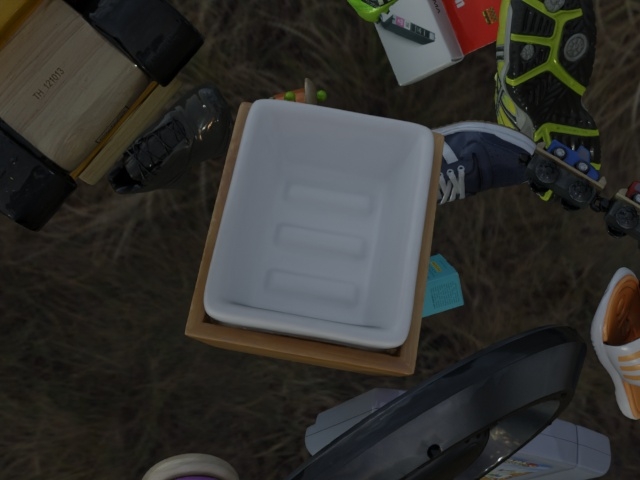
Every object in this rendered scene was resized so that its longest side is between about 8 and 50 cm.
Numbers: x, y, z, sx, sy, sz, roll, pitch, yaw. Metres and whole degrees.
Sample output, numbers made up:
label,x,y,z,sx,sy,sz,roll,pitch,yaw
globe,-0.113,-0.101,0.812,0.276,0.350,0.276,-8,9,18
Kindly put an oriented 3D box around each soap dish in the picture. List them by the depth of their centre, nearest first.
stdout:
label,x,y,z,sx,sy,sz,roll,pitch,yaw
soap dish,0.000,0.000,1.152,0.229,0.118,0.290,10,60,2

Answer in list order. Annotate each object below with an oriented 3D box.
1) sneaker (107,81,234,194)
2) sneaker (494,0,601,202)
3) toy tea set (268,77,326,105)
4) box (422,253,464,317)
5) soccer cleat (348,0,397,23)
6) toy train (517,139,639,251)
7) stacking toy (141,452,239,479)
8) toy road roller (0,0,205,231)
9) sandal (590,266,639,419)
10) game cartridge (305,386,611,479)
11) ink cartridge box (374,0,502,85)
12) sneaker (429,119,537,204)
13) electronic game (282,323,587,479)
label,x,y,z,sx,sy,sz,roll,pitch,yaw
sneaker,-0.238,-0.145,1.718,0.109,0.130,0.286,57,137,8
sneaker,0.288,-0.229,1.509,0.145,0.384,0.147,-23,41,-14
toy tea set,-0.017,-0.129,1.800,0.124,0.200,0.336,-4,70,4
box,0.100,0.096,1.780,0.244,0.100,0.060,-16,111,-7
soccer cleat,0.098,-0.367,1.502,0.072,0.179,0.060,37,50,-15
toy train,0.189,-0.016,0.644,0.158,0.027,0.036,31,75,8
stacking toy,-0.159,0.448,1.427,0.141,0.141,0.330,-19,44,6
toy road roller,-0.244,-0.166,0.885,0.240,0.329,0.202,42,90,-8
sandal,0.379,0.127,1.256,0.076,0.265,0.102,15,63,36
game cartridge,0.156,0.225,1.200,0.297,0.198,0.062,15,69,-21
ink cartridge box,0.200,-0.456,2.015,0.239,0.060,0.275,-22,90,40
sneaker,0.119,-0.066,1.326,0.282,0.099,0.153,4,45,16
electronic game,0.052,0.120,0.617,0.229,0.229,0.048,-35,69,3
